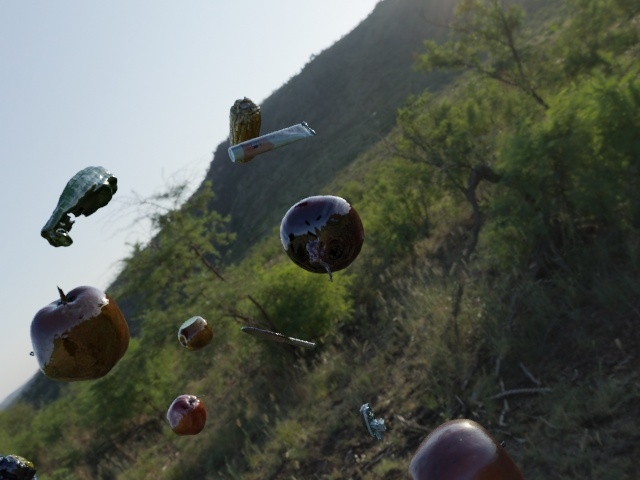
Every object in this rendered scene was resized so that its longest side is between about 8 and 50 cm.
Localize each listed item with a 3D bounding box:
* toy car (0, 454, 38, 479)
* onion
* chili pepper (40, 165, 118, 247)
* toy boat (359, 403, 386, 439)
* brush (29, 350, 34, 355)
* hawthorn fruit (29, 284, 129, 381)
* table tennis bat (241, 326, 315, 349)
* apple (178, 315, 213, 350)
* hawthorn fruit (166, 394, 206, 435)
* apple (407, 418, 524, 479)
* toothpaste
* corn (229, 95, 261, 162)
[{"bbox_3d":[-0.724,0.479,1.021,0.166,0.314,0.198,-32,29,57],"label":"toy car"},{"bbox_3d":[0.000,0.000,1.648,0.273,0.273,0.285,-36,22,30],"label":"onion"},{"bbox_3d":[-0.522,-0.084,1.140,0.253,0.084,0.099,-77,-8,-51],"label":"chili pepper"},{"bbox_3d":[0.176,0.595,1.706,0.066,0.140,0.059,-11,20,24],"label":"toy boat"},{"bbox_3d":[-1.022,0.411,1.973,0.014,0.051,0.164,-61,-19,13],"label":"brush"},{"bbox_3d":[-0.721,0.264,1.568,0.268,0.300,0.267,-6,19,2],"label":"hawthorn fruit"},{"bbox_3d":[-0.151,0.351,1.884,0.154,0.274,0.021,128,156,-69],"label":"table tennis bat"},{"bbox_3d":[-0.396,0.301,1.664,0.102,0.099,0.114,-36,20,-27],"label":"apple"},{"bbox_3d":[-0.540,0.692,2.133,0.162,0.163,0.203,-44,-31,-61],"label":"hawthorn fruit"},{"bbox_3d":[0.297,0.490,1.085,0.234,0.234,0.234,-38,3,3],"label":"apple"},{"bbox_3d":[-0.111,-0.228,1.203,0.205,0.056,0.036,-24,-34,-23],"label":"toothpaste"},{"bbox_3d":[-0.253,-0.364,1.742,0.115,0.115,0.318,-39,-8,-20],"label":"corn"}]
